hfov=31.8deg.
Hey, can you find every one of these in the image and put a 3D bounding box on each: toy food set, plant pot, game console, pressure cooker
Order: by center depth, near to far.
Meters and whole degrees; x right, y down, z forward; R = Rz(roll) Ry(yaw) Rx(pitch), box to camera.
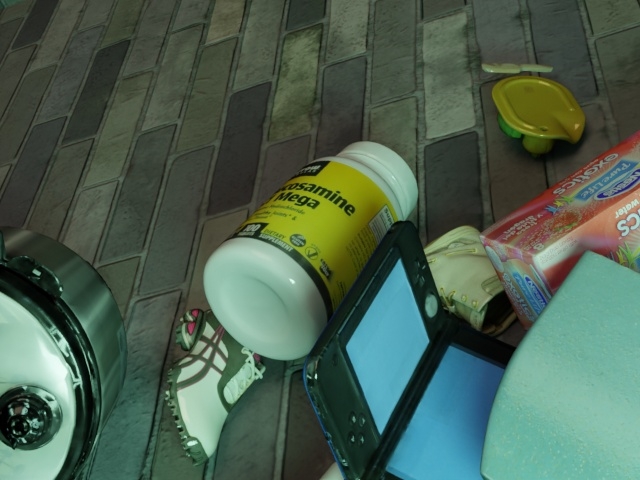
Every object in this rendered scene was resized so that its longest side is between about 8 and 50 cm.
[{"bbox_3d":[0.306,0.210,1.115,0.252,0.248,0.247,-44,39,-11],"label":"plant pot"},{"bbox_3d":[0.141,0.148,1.244,0.173,0.250,0.293,-3,33,30],"label":"game console"},{"bbox_3d":[-0.442,0.172,1.414,0.375,0.370,0.420,-38,8,3],"label":"pressure cooker"},{"bbox_3d":[0.328,-0.194,1.745,0.128,0.071,0.218,-3,38,-7],"label":"toy food set"}]

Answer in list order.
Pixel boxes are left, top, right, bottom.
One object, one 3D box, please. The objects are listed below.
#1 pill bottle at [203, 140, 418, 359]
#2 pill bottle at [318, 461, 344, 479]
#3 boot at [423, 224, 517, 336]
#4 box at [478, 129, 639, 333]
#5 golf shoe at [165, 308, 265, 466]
[{"bbox_3d":[0.000,0.000,1.581,0.188,0.188,0.334,3,35,35],"label":"pill bottle"},{"bbox_3d":[-0.010,0.357,1.213,0.131,0.131,0.229,10,47,40],"label":"pill bottle"},{"bbox_3d":[0.165,0.080,1.497,0.213,0.077,0.165,-33,39,-8],"label":"boot"},{"bbox_3d":[0.362,-0.009,1.317,0.300,0.154,0.142,-31,18,-12],"label":"box"},{"bbox_3d":[-0.141,0.185,1.540,0.120,0.105,0.273,-12,39,9],"label":"golf shoe"}]
